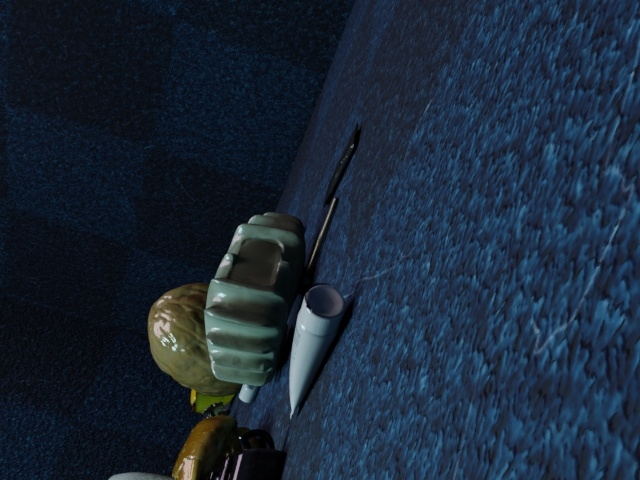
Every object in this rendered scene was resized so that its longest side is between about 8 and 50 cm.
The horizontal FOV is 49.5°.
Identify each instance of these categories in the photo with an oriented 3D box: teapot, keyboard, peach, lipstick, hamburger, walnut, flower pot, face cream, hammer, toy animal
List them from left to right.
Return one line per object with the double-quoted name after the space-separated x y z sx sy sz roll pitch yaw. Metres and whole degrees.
-0.282 0.241 1.731 0.252 0.313 0.277 -43 17 40 "walnut"
-0.307 0.565 2.036 0.186 0.094 0.214 -169 90 -87 "toy animal"
-0.340 0.452 2.256 0.159 0.154 0.267 -96 14 -52 "peach"
-0.193 0.406 1.301 0.283 0.144 0.156 130 158 -77 "hamburger"
-0.118 0.364 1.025 0.087 0.096 0.177 120 167 -58 "teapot"
-0.153 0.316 1.636 0.040 0.040 0.141 -91 21 -69 "lipstick"
-0.124 0.103 1.430 0.367 0.164 0.254 -73 -9 -46 "flower pot"
-0.017 0.154 0.982 0.243 0.058 0.092 107 171 -46 "face cream"
0.000 0.000 1.376 0.062 0.017 0.182 -126 56 -81 "hammer"
0.043 -0.152 1.440 0.196 0.015 0.074 117 172 -49 "keyboard"

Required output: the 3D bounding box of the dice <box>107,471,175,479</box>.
-0.369 0.678 1.442 0.304 0.277 0.304 114 170 -51 "dice"
